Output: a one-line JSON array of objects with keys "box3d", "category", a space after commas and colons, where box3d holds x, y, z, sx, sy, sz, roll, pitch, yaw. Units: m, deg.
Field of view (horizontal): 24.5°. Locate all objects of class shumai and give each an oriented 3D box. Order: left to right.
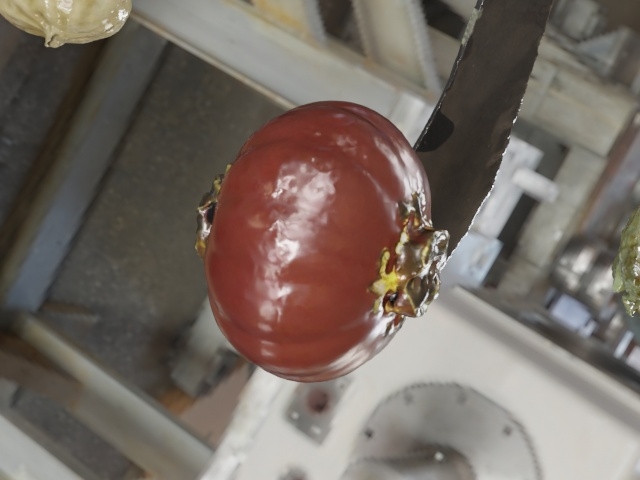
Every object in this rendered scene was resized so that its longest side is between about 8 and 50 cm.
[{"box3d": [0.214, 0.006, 0.948, 0.083, 0.080, 0.082, -48, 111, -13], "category": "shumai"}]

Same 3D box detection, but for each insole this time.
[{"box3d": [0.093, -0.083, 0.928, 0.110, 0.012, 0.310, -9, 127, -45], "category": "insole"}]

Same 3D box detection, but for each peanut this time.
[{"box3d": [-0.265, -0.268, 1.411, 0.129, 0.224, 0.129, -25, 145, -19], "category": "peanut"}]

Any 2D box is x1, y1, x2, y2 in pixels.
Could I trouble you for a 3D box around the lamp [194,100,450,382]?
[{"box3d": [0.000, 0.000, 0.524, 0.101, 0.090, 0.101, 13, 90, -72], "category": "lamp"}]
